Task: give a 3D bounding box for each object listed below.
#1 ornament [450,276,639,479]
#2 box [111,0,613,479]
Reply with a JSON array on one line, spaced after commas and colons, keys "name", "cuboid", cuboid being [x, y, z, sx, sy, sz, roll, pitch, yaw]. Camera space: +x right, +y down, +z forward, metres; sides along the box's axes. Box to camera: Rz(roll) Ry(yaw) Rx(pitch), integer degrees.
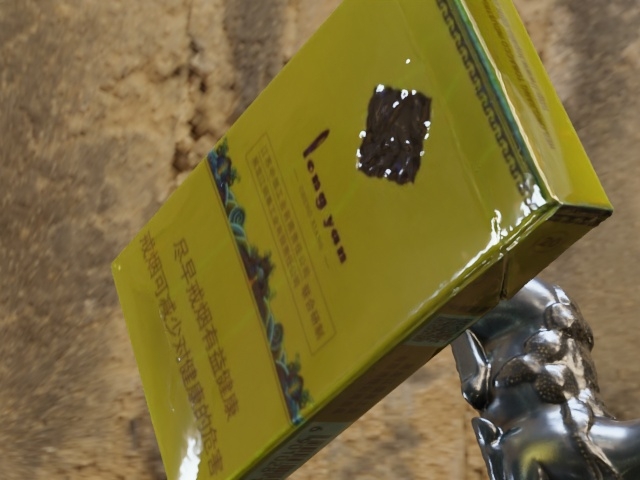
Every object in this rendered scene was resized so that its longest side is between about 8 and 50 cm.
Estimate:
[{"name": "ornament", "cuboid": [0.199, 0.060, 0.863, 0.236, 0.080, 0.202, -25, -135, 13]}, {"name": "box", "cuboid": [0.000, 0.001, 0.715, 0.041, 0.279, 0.153, 7, -128, -39]}]
